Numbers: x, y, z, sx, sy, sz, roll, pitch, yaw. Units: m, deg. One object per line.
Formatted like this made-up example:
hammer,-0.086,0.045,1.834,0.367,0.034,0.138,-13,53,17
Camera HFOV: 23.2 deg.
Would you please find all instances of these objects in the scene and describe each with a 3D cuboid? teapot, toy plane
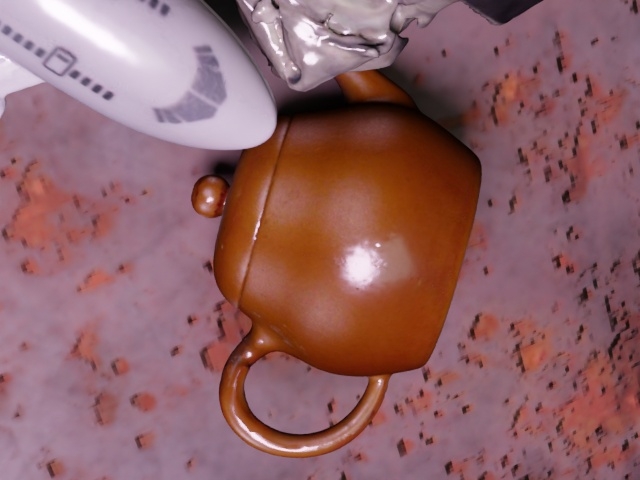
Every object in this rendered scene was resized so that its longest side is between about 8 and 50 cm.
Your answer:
teapot,0.000,0.000,0.618,0.116,0.116,0.173,17,86,-25
toy plane,-0.122,-0.107,0.525,0.255,0.101,0.251,32,96,-21

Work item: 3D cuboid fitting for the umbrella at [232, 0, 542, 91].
umbrella,0.125,-0.157,0.536,0.357,0.106,0.113,-19,99,19
